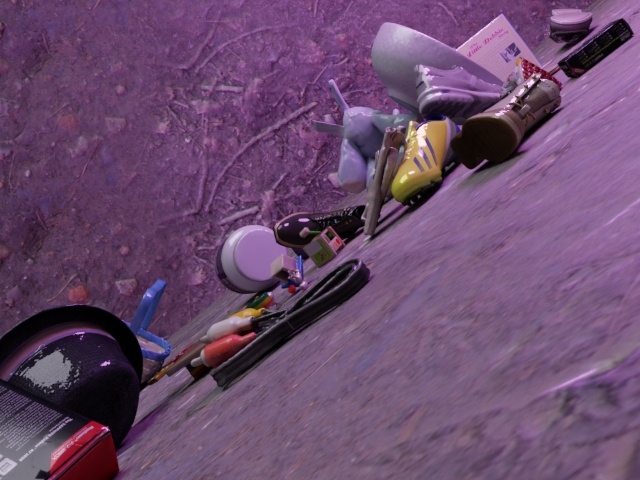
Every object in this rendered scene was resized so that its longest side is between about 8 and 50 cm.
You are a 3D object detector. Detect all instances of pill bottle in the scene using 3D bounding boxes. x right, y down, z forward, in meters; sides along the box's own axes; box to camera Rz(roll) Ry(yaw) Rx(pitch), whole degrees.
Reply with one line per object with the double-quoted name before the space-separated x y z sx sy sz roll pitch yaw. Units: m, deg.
"pill bottle" -0.176 0.050 2.096 0.169 0.169 0.301 -39 3 -13

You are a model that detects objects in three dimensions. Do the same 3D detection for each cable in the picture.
"cable" -0.066 0.106 1.109 0.287 0.072 0.139 -36 10 32

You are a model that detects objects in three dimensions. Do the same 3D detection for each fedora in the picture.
"fedora" -0.411 0.276 1.343 0.334 0.334 0.152 -40 36 -25

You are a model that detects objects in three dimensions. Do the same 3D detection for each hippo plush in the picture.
"hippo plush" 0.145 -0.218 2.020 0.236 0.294 0.235 5 -71 -68

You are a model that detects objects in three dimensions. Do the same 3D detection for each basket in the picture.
"basket" -0.481 0.246 2.140 0.255 0.201 0.289 -100 31 -85

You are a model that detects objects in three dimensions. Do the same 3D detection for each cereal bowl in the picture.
"cereal bowl" 0.257 -0.358 1.887 0.141 0.338 0.339 -61 2 6

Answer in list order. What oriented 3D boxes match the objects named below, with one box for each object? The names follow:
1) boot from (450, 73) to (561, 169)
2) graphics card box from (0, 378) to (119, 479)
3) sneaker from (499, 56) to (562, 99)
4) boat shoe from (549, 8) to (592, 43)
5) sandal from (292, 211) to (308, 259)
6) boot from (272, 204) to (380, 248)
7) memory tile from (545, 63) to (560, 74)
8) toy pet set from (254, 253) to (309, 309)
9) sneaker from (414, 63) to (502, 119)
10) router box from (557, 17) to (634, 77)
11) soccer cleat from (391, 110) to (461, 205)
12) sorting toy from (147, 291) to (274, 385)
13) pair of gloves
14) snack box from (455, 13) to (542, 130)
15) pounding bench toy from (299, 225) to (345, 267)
"boot" 0.291 -0.186 1.218 0.165 0.077 0.213 -37 1 -8
"graphics card box" -0.483 0.292 1.097 0.370 0.094 0.233 15 37 28
"sneaker" 0.389 -0.282 1.540 0.093 0.088 0.225 -58 -2 16
"boat shoe" 0.687 -0.580 2.265 0.112 0.096 0.335 0 19 14
"sandal" -0.050 -0.011 2.183 0.054 0.097 0.254 -37 4 18
"boot" 0.013 -0.040 1.710 0.197 0.077 0.137 -11 -7 -33
"memory tile" 0.487 -0.356 1.887 0.148 0.012 0.113 -38 4 8
"toy pet set" -0.063 0.091 1.542 0.122 0.065 0.114 -39 37 35
"sneaker" 0.307 -0.310 1.676 0.281 0.115 0.105 0 -23 -40
"router box" 0.493 -0.344 1.477 0.122 0.038 0.092 -37 4 12
"soccer cleat" 0.182 -0.155 1.507 0.093 0.121 0.289 -35 5 38
"sorting toy" -0.194 0.194 1.453 0.274 0.046 0.132 -36 5 31
"pair of gloves" 0.113 -0.118 1.545 0.240 0.042 0.204 -53 -20 -78
"snack box" 0.433 -0.458 2.291 0.322 0.187 0.060 -38 4 -2
"pounding bench toy" 0.000 0.000 1.665 0.052 0.083 0.065 -36 5 29
